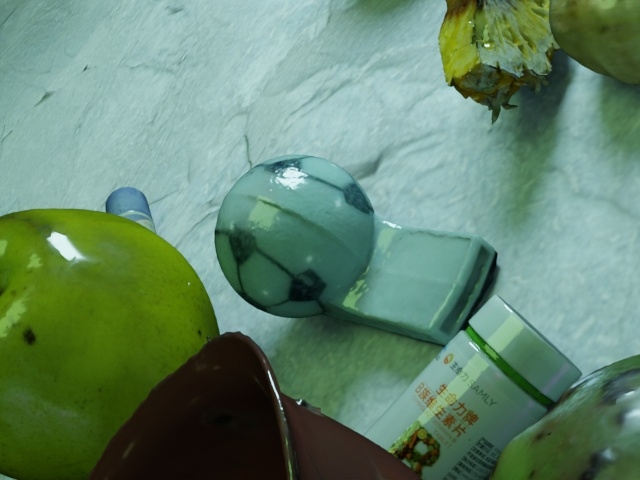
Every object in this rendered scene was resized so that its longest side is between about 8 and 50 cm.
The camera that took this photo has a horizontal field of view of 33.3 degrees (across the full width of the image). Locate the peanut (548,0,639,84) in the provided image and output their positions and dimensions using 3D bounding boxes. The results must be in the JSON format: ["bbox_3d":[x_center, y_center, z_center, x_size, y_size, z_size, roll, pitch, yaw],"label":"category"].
[{"bbox_3d":[0.257,-0.204,0.886,0.140,0.109,0.159,-20,55,54],"label":"peanut"}]

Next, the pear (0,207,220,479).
[{"bbox_3d":[-0.226,0.105,1.022,0.294,0.294,0.294,-31,38,28],"label":"pear"}]

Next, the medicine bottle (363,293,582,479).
[{"bbox_3d":[0.095,0.133,0.774,0.183,0.086,0.086,-49,33,6],"label":"medicine bottle"}]

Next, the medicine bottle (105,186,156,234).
[{"bbox_3d":[-0.223,0.014,1.300,0.059,0.059,0.231,-44,34,12],"label":"medicine bottle"}]

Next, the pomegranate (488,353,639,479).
[{"bbox_3d":[0.203,0.181,0.474,0.242,0.242,0.306,-49,42,4],"label":"pomegranate"}]

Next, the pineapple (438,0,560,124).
[{"bbox_3d":[0.169,-0.209,0.983,0.079,0.135,0.233,-35,46,47],"label":"pineapple"}]

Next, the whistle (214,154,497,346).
[{"bbox_3d":[0.000,0.000,0.955,0.289,0.163,0.163,8,65,54],"label":"whistle"}]

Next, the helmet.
[{"bbox_3d":[-0.013,0.254,0.636,0.385,0.230,0.337,-60,27,23],"label":"helmet"}]
